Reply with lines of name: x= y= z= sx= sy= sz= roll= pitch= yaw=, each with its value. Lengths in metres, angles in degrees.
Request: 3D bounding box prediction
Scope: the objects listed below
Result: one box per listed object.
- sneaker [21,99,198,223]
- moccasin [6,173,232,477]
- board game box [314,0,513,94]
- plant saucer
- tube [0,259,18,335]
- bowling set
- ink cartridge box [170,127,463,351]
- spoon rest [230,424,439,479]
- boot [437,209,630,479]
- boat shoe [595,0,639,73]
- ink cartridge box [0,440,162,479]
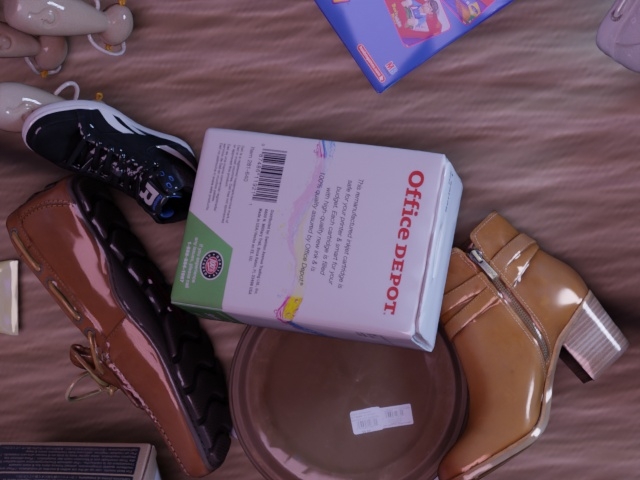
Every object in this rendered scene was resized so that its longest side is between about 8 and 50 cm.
sneaker: x=-0.214 y=-0.082 z=1.736 sx=0.217 sy=0.121 sz=0.079 roll=13 pitch=120 yaw=-35
moccasin: x=-0.234 y=0.111 z=1.824 sx=0.147 sy=0.139 sz=0.380 roll=-32 pitch=96 yaw=20
board game box: x=0.064 y=-0.368 z=1.713 sx=0.233 sy=0.078 sz=0.347 roll=-33 pitch=94 yaw=14
plant saucer: x=0.034 y=0.167 z=1.783 sx=0.278 sy=0.041 sz=0.277 roll=0 pitch=78 yaw=-2
tube: x=-0.480 y=0.062 z=1.897 sx=0.240 sy=0.062 sz=0.070 roll=3 pitch=142 yaw=4
bowling set: x=-0.311 y=-0.270 z=1.782 sx=0.200 sy=0.154 sz=0.287 roll=37 pitch=114 yaw=46
ink cartridge box: x=0.000 y=0.000 z=1.722 sx=0.278 sy=0.117 sz=0.201 roll=8 pitch=79 yaw=17
spoon rest: x=0.025 y=0.230 z=1.830 sx=0.276 sy=0.084 sz=0.137 roll=8 pitch=102 yaw=9
boot: x=0.177 y=0.120 z=1.737 sx=0.283 sy=0.109 sz=0.220 roll=-43 pitch=85 yaw=-10
boat shoe: x=0.398 y=-0.334 z=1.638 sx=0.156 sy=0.136 sz=0.367 roll=28 pitch=85 yaw=37
ink cartridge box: x=-0.273 y=0.339 z=1.844 sx=0.193 sy=0.088 sz=0.234 roll=0 pitch=133 yaw=11
